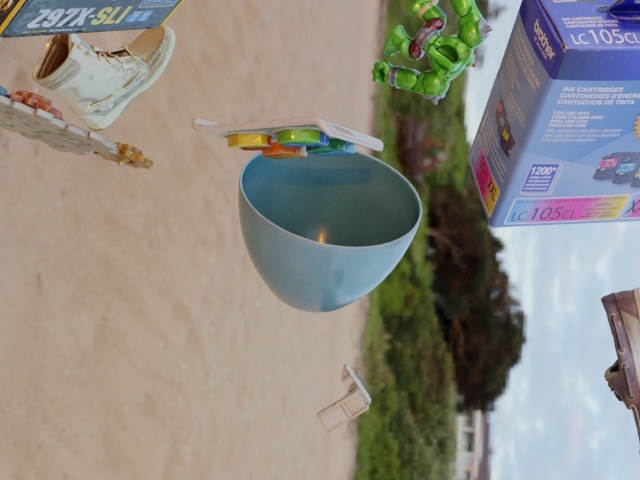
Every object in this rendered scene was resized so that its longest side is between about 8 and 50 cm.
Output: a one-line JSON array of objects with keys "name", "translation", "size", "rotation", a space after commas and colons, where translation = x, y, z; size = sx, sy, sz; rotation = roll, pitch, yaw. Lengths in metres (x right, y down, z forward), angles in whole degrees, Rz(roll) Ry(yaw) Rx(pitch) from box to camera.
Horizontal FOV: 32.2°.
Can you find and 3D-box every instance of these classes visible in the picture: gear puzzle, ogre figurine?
[{"name": "gear puzzle", "translation": [-0.365, -0.165, 1.510], "size": [0.175, 0.339, 0.044], "rotation": [4, -105, 51]}, {"name": "ogre figurine", "translation": [0.163, -0.281, 1.589], "size": [0.197, 0.118, 0.097], "rotation": [-47, 161, 9]}]

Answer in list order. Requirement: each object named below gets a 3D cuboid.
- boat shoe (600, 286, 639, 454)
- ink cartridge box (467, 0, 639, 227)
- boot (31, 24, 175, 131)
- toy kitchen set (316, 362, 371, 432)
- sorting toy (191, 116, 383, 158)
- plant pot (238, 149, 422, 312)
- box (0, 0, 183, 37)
[{"name": "boat shoe", "translation": [0.504, 0.214, 1.787], "size": [0.103, 0.092, 0.285], "rotation": [-44, 127, -70]}, {"name": "ink cartridge box", "translation": [0.379, -0.201, 1.479], "size": [0.395, 0.270, 0.151], "rotation": [102, -21, -47]}, {"name": "boot", "translation": [-0.423, -0.363, 2.180], "size": [0.095, 0.262, 0.203], "rotation": [43, 0, 38]}, {"name": "toy kitchen set", "translation": [0.028, 0.239, 1.707], "size": [0.068, 0.075, 0.083], "rotation": [58, 6, -2]}, {"name": "sorting toy", "translation": [-0.043, -0.137, 1.516], "size": [0.193, 0.208, 0.038], "rotation": [7, 87, -63]}, {"name": "plant pot", "translation": [0.000, 0.000, 1.789], "size": [0.290, 0.290, 0.195], "rotation": [-83, -175, -54]}, {"name": "box", "translation": [-0.294, -0.404, 1.600], "size": [0.322, 0.257, 0.079], "rotation": [-18, 75, -51]}]
